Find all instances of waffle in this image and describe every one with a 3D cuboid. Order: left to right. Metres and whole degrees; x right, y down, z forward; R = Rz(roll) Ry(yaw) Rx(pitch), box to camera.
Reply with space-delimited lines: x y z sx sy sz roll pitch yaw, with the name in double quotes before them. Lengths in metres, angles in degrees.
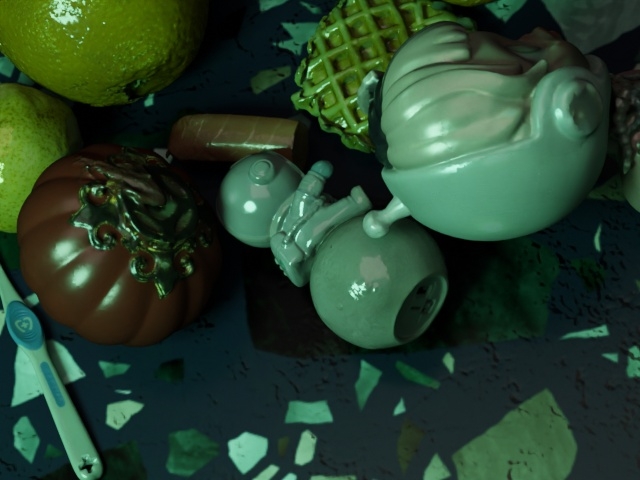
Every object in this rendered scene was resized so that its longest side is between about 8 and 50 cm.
"waffle" 0.081 -0.194 1.636 0.207 0.054 0.214 24 73 19

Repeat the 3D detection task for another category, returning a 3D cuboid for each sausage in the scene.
"sausage" -0.100 -0.112 1.646 0.169 0.065 0.065 4 69 16

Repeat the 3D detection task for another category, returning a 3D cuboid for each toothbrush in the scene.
"toothbrush" -0.330 0.108 1.635 0.040 0.040 0.386 -30 67 1

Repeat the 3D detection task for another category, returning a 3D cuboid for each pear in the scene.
"pear" -0.350 -0.090 1.648 0.178 0.178 0.178 -5 66 13

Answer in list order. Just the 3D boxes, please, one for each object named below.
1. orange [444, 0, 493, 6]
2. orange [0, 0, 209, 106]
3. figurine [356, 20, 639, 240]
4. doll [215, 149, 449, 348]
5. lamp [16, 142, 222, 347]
"orange" 0.164 -0.353 1.620 0.177 0.155 0.178 0 90 -18
"orange" -0.256 -0.288 1.653 0.274 0.274 0.274 -5 66 13
"figurine" 0.225 -0.102 1.421 0.361 0.253 0.211 4 78 -9
"doll" 0.000 0.000 1.533 0.287 0.151 0.151 35 80 29
"lamp" -0.210 0.002 1.543 0.227 0.227 0.227 -5 66 13
